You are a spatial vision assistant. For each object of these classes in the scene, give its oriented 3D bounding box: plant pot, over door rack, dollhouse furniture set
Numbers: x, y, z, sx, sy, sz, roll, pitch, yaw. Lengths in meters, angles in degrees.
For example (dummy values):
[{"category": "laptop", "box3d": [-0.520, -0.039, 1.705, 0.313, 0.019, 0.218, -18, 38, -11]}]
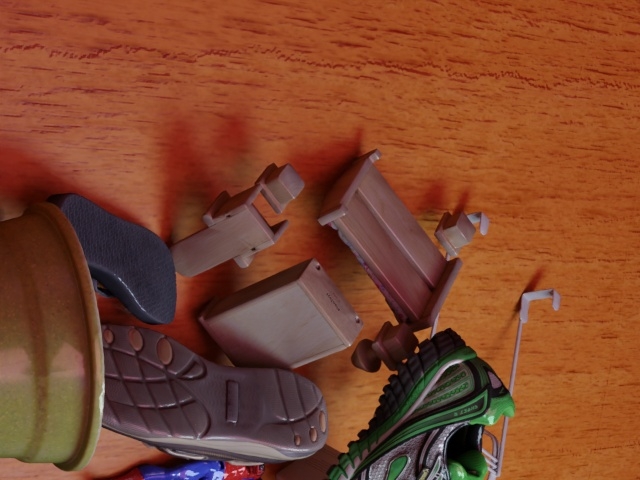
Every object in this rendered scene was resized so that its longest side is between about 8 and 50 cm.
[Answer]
[{"category": "plant pot", "box3d": [-0.378, 0.110, 1.474, 0.253, 0.276, 0.276, -6, 110, -27]}, {"category": "over door rack", "box3d": [0.195, 0.158, 2.084, 0.239, 0.108, 0.324, 41, 63, -42]}, {"category": "dollhouse furniture set", "box3d": [0.000, 0.000, 1.883, 0.303, 0.173, 0.355, 53, 39, -16]}]

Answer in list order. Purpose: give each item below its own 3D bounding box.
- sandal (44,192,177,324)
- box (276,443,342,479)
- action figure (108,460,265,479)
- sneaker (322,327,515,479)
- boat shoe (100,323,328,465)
[{"category": "sandal", "box3d": [-0.236, 0.017, 1.669, 0.254, 0.054, 0.097, 45, 46, -51]}, {"category": "box", "box3d": [0.012, 0.341, 1.978, 0.087, 0.101, 0.102, -30, 122, -30]}, {"category": "action figure", "box3d": [-0.122, 0.304, 1.831, 0.280, 0.139, 0.091, -17, 117, -39]}, {"category": "sneaker", "box3d": [0.108, 0.280, 1.825, 0.134, 0.146, 0.344, -11, 137, -52]}, {"category": "boat shoe", "box3d": [-0.167, 0.200, 1.736, 0.355, 0.130, 0.132, 19, 54, -21]}]
